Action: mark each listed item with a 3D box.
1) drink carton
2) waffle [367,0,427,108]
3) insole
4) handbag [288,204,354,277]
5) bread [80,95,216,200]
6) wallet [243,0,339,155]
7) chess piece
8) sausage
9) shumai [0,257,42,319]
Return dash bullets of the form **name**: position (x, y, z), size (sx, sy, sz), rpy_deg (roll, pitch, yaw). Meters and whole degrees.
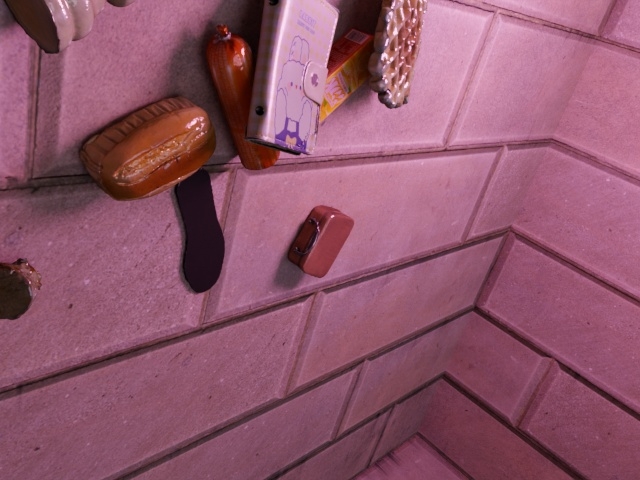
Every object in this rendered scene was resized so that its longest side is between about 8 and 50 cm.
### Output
- **drink carton**: position (0.032, -0.371, 1.335), size (0.223, 0.071, 0.096), rpy_deg (-45, 147, -15)
- **waffle**: position (0.182, -0.464, 1.366), size (0.291, 0.056, 0.310), rpy_deg (-8, 112, -67)
- **insole**: position (-0.269, -0.014, 1.325), size (0.119, 0.009, 0.349), rpy_deg (-34, 142, -32)
- **handbag**: position (0.000, 0.000, 1.622), size (0.193, 0.072, 0.151), rpy_deg (-58, 147, 7)
- **bread**: position (-0.299, -0.161, 1.068), size (0.236, 0.106, 0.140), rpy_deg (-36, 145, -26)
- **wallet**: position (-0.057, -0.330, 1.154), size (0.223, 0.077, 0.310), rpy_deg (4, 94, -64)
- **chess piece**: position (-0.318, -0.383, 0.848), size (0.243, 0.133, 0.133), rpy_deg (-44, 146, -29)
- **sausage**: position (-0.154, -0.281, 1.160), size (0.093, 0.093, 0.312), rpy_deg (-40, 143, -22)
- **shumai**: position (-0.534, 0.075, 1.012), size (0.087, 0.123, 0.099), rpy_deg (-78, 166, -72)
